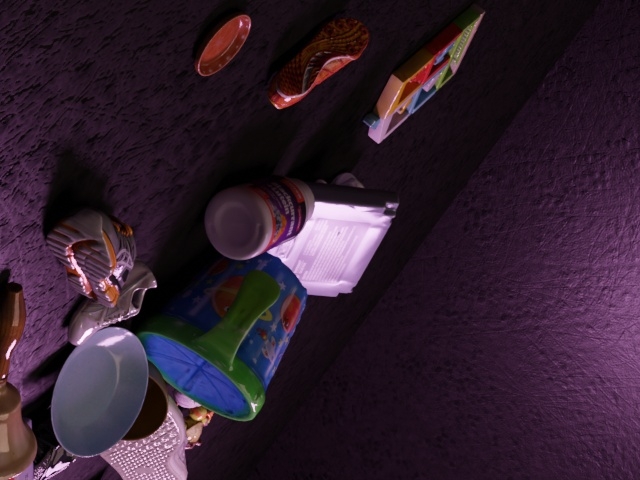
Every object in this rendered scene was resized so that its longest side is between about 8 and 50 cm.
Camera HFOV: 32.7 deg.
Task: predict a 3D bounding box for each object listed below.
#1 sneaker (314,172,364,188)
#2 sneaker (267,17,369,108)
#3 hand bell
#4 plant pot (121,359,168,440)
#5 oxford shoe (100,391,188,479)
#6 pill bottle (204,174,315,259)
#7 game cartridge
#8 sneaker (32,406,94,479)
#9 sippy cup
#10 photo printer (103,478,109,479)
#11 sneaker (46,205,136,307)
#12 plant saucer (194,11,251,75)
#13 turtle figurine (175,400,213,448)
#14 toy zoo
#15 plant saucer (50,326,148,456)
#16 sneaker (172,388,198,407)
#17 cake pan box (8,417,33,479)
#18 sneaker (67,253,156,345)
[{"bbox_3d":[0.042,-0.057,2.041,0.090,0.115,0.232,-54,168,23],"label":"sneaker"},{"bbox_3d":[-0.006,-0.240,1.451,0.175,0.064,0.067,-38,-175,-25],"label":"sneaker"},{"bbox_3d":[-0.374,0.151,1.263,0.126,0.126,0.242,-33,148,-53],"label":"hand bell"},{"bbox_3d":[-0.300,0.235,1.729,0.134,0.134,0.095,-53,-168,19],"label":"plant pot"},{"bbox_3d":[-0.320,0.341,1.992,0.449,0.169,0.130,91,0,-61],"label":"oxford shoe"},{"bbox_3d":[-0.083,-0.041,1.643,0.108,0.108,0.193,-54,168,24],"label":"pill bottle"},{"bbox_3d":[0.000,0.000,1.929,0.297,0.198,0.062,117,-22,-52],"label":"game cartridge"},{"bbox_3d":[-0.419,0.309,1.576,0.227,0.087,0.130,-40,173,-18],"label":"sneaker"},{"bbox_3d":[-0.143,0.133,1.759,0.224,0.305,0.240,-55,128,-27],"label":"sippy cup"},{"bbox_3d":[-0.531,0.642,2.186,0.307,0.107,0.256,-34,161,-51],"label":"photo printer"},{"bbox_3d":[-0.254,0.003,1.253,0.083,0.084,0.215,-59,176,-22],"label":"sneaker"},{"bbox_3d":[-0.110,-0.219,1.206,0.083,0.013,0.083,-46,167,-13],"label":"plant saucer"},{"bbox_3d":[-0.300,0.427,2.406,0.217,0.087,0.269,-54,168,22],"label":"turtle figurine"},{"bbox_3d":[0.180,-0.294,2.003,0.293,0.030,0.192,-43,167,-29],"label":"toy zoo"},{"bbox_3d":[-0.330,0.217,1.592,0.195,0.037,0.195,-24,119,-52],"label":"plant saucer"},{"bbox_3d":[-0.217,0.260,2.100,0.152,0.114,0.305,-48,169,-12],"label":"sneaker"},{"bbox_3d":[-0.436,0.388,1.376,0.246,0.070,0.267,-49,142,-75],"label":"cake pan box"},{"bbox_3d":[-0.279,0.088,1.453,0.152,0.061,0.053,-50,171,10],"label":"sneaker"}]
